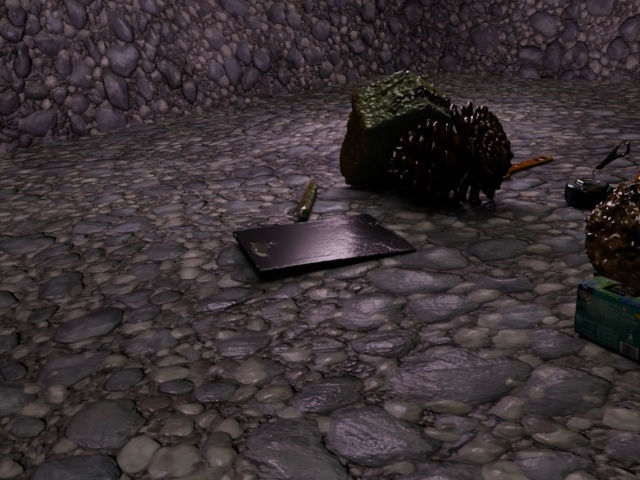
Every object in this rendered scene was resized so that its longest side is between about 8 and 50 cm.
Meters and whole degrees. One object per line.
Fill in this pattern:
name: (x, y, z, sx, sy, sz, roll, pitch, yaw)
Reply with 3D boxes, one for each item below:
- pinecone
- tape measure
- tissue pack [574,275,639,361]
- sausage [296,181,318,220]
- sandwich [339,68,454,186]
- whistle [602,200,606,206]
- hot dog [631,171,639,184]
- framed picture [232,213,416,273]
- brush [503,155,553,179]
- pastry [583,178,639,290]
pinecone: (0.297, -0.193, 1.550, 0.292, 0.246, 0.246, -7, 18, 24)
tape measure: (0.610, -0.156, 1.481, 0.107, 0.179, 0.104, -8, 37, -11)
tissue pack: (0.431, 0.106, 0.942, 0.079, 0.085, 0.111, -15, 22, -28)
sausage: (-0.031, -0.101, 1.649, 0.033, 0.032, 0.269, -2, 21, 7)
sandwich: (0.200, -0.281, 1.693, 0.263, 0.325, 0.131, -8, 60, -14)
whistle: (0.587, -0.033, 1.302, 0.091, 0.090, 0.157, 6, 63, 25)
hot dog: (0.735, -0.080, 1.376, 0.102, 0.076, 0.249, 29, 11, -28)
framed picture: (0.000, 0.000, 1.385, 0.324, 0.013, 0.244, -8, 21, -17)
brush: (0.526, -0.196, 1.807, 0.315, 0.017, 0.090, -18, 27, -33)
pastry: (0.552, 0.010, 1.041, 0.275, 0.193, 0.274, -3, 64, 7)
